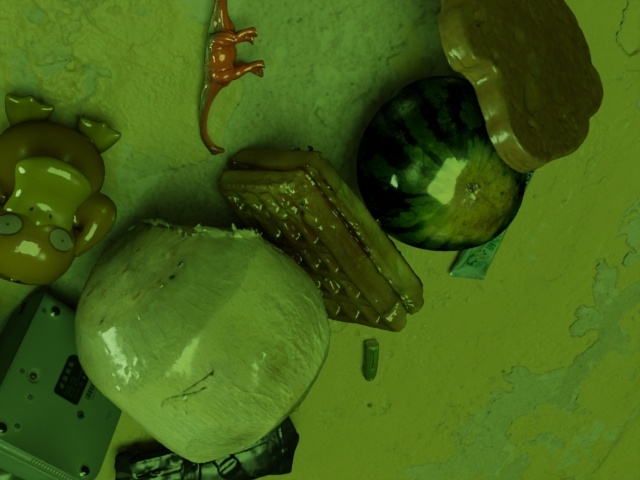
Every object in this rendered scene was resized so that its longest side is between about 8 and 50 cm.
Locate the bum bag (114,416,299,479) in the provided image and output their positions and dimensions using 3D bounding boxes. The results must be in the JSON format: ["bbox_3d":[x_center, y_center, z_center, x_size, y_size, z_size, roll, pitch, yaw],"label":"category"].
[{"bbox_3d":[-0.201,0.405,1.519,0.340,0.095,0.144,-15,106,-11],"label":"bum bag"}]

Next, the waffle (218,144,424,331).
[{"bbox_3d":[0.000,0.000,1.290,0.098,0.224,0.327,-55,126,-23],"label":"waffle"}]

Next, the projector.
[{"bbox_3d":[-0.404,0.230,1.267,0.108,0.250,0.198,-21,131,40],"label":"projector"}]

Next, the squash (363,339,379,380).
[{"bbox_3d":[0.093,0.224,1.550,0.027,0.027,0.083,-7,120,-14],"label":"squash"}]

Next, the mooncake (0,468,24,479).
[{"bbox_3d":[-0.599,0.373,1.323,0.351,0.187,0.351,-7,117,-13],"label":"mooncake"}]

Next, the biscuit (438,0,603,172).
[{"bbox_3d":[0.286,-0.260,1.206,0.312,0.351,0.057,47,138,-17],"label":"biscuit"}]

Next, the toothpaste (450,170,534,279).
[{"bbox_3d":[0.313,-0.057,1.461,0.075,0.048,0.297,9,118,-25],"label":"toothpaste"}]

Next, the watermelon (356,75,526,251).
[{"bbox_3d":[0.182,-0.110,1.270,0.269,0.269,0.269,-8,119,-14],"label":"watermelon"}]

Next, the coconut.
[{"bbox_3d":[-0.161,0.142,1.243,0.346,0.346,0.360,-38,121,5],"label":"coconut"}]

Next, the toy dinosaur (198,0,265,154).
[{"bbox_3d":[-0.131,-0.248,1.212,0.101,0.055,0.279,-4,120,-5],"label":"toy dinosaur"}]

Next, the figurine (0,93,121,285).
[{"bbox_3d":[-0.376,-0.063,1.135,0.215,0.228,0.215,-6,127,-8],"label":"figurine"}]
